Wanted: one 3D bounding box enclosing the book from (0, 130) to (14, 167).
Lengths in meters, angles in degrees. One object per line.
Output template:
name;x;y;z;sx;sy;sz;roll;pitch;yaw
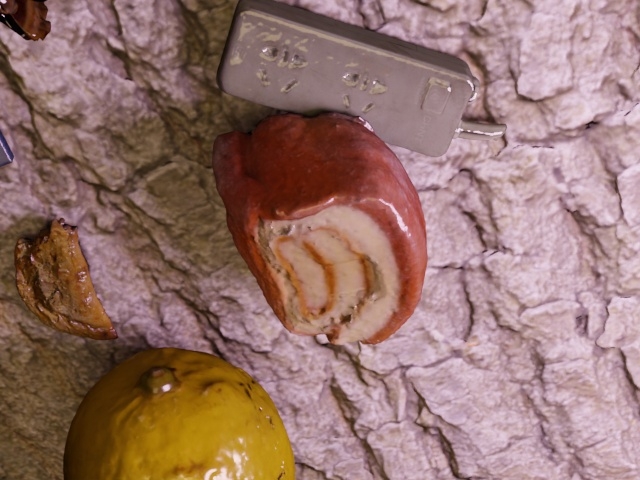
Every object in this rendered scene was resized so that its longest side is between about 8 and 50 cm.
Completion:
book;-0.442;-0.161;1.012;0.191;0.025;0.269;-20;118;3

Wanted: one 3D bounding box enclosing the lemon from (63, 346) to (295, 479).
lemon;-0.150;0.255;1.134;0.261;0.260;0.283;-21;106;12

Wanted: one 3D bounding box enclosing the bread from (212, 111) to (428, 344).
bread;0.012;-0.001;1.028;0.190;0.123;0.244;-11;134;16

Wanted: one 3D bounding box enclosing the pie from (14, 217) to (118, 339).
pie;-0.282;0.047;1.138;0.092;0.034;0.169;-6;126;2

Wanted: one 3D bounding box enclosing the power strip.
power strip;0.048;-0.150;1.009;0.288;0.053;0.093;16;120;-8

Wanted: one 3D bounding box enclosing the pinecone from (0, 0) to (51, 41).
pinecone;-0.333;-0.247;0.858;0.257;0.243;0.243;-12;121;30
